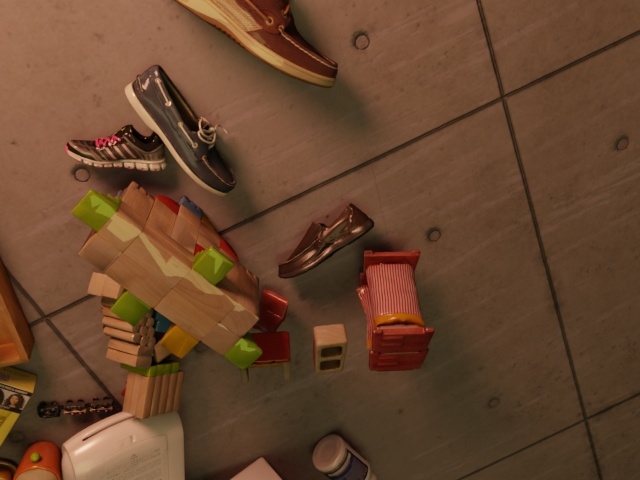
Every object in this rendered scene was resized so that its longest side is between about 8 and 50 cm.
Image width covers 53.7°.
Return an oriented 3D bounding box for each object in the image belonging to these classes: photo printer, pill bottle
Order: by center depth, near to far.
[{"bbox_3d":[-0.418,0.500,1.362,0.256,0.107,0.308,-16,124,-34],"label":"photo printer"},{"bbox_3d":[0.065,0.561,1.561,0.094,0.094,0.169,-38,119,8],"label":"pill bottle"}]

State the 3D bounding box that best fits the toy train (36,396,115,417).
[{"bbox_3d":[-0.518,0.358,1.346,0.158,0.027,0.036,-3,122,-12],"label":"toy train"}]

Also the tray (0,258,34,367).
[{"bbox_3d":[-0.680,0.056,1.118,0.202,0.076,0.411,-11,119,-8],"label":"tray"}]

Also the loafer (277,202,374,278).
[{"bbox_3d":[0.000,0.000,1.266,0.220,0.080,0.078,-33,88,6],"label":"loafer"}]

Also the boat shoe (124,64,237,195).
[{"bbox_3d":[-0.222,-0.187,1.093,0.079,0.095,0.254,-32,112,17],"label":"boat shoe"}]

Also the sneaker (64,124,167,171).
[{"bbox_3d":[-0.347,-0.167,1.088,0.170,0.063,0.075,4,117,-21],"label":"sneaker"}]

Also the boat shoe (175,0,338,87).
[{"bbox_3d":[-0.097,-0.371,1.009,0.342,0.123,0.123,30,108,-19],"label":"boat shoe"}]

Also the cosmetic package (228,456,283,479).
[{"bbox_3d":[-0.139,0.805,1.456,0.329,0.327,0.394,-30,124,-25],"label":"cosmetic package"}]

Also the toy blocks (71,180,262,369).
[{"bbox_3d":[-0.247,0.023,1.115,0.381,0.261,0.191,40,105,-21],"label":"toy blocks"}]

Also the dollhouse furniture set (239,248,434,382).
[{"bbox_3d":[0.021,0.146,1.258,0.374,0.201,0.152,-3,141,-5],"label":"dollhouse furniture set"}]

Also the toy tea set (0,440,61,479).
[{"bbox_3d":[-0.595,0.591,1.396,0.200,0.124,0.336,-33,120,5],"label":"toy tea set"}]

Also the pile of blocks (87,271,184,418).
[{"bbox_3d":[-0.367,0.184,1.262,0.112,0.149,0.362,8,114,31],"label":"pile of blocks"}]

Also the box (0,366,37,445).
[{"bbox_3d":[-0.673,0.362,1.291,0.087,0.058,0.232,29,108,-26],"label":"box"}]
